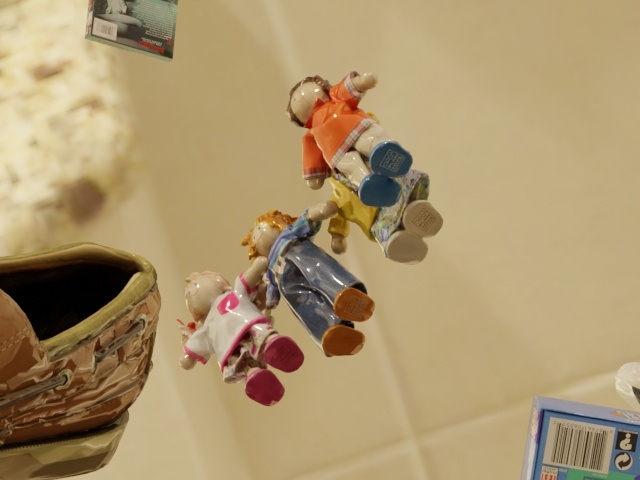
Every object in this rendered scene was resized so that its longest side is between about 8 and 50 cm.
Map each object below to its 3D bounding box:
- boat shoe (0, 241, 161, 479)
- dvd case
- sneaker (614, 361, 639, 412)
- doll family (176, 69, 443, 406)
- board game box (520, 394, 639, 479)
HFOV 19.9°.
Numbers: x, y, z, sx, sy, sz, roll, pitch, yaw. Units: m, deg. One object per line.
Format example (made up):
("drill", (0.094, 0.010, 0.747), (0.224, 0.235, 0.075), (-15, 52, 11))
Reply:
("boat shoe", (-0.179, 0.050, 0.782), (0.110, 0.104, 0.307), (31, 17, 20))
("dvd case", (-0.169, -0.229, 1.656), (0.013, 0.087, 0.119), (-22, 60, 54))
("sneaker", (0.325, 0.227, 1.608), (0.235, 0.094, 0.153), (40, 86, 7))
("doll family", (0.000, 0.000, 1.342), (0.263, 0.118, 0.163), (-60, 37, 13))
("board game box", (0.169, 0.195, 0.912), (0.160, 0.210, 0.047), (10, 3, 2))
